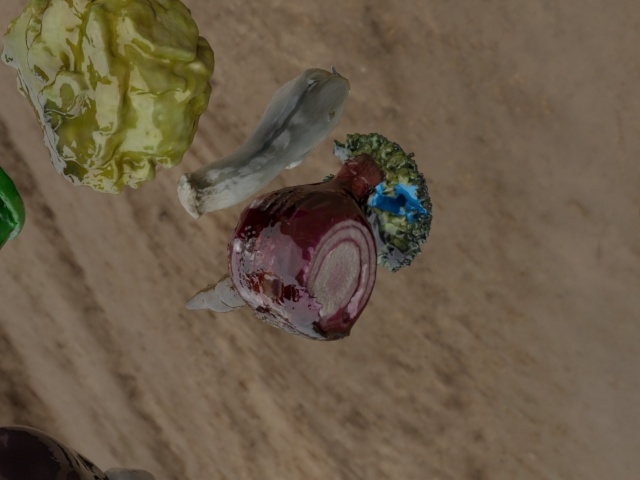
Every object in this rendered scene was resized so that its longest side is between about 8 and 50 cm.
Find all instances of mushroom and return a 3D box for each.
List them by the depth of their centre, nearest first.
[{"bbox_3d":[-0.068,-0.126,1.593,0.096,0.278,0.099,42,165,16],"label":"mushroom"}]

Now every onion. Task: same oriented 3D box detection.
[{"bbox_3d":[-0.014,-0.003,1.220,0.135,0.198,0.173,13,156,26],"label":"onion"}]

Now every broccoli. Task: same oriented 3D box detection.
[{"bbox_3d":[0.052,-0.043,1.432,0.154,0.160,0.167,-177,80,-65],"label":"broccoli"}]

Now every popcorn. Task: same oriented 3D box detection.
[{"bbox_3d":[-0.208,-0.180,1.243,0.233,0.192,0.266,21,116,57],"label":"popcorn"}]

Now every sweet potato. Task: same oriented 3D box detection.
[{"bbox_3d":[-0.123,0.074,1.932,0.274,0.067,0.067,-19,114,48],"label":"sweet potato"}]

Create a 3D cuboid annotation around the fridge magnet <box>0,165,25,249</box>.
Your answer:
[{"bbox_3d":[-0.384,-0.060,1.195,0.208,0.088,0.208,22,154,11],"label":"fridge magnet"}]

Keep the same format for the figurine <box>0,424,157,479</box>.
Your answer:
[{"bbox_3d":[-0.322,0.323,1.082,0.206,0.365,0.218,47,-168,-22],"label":"figurine"}]
